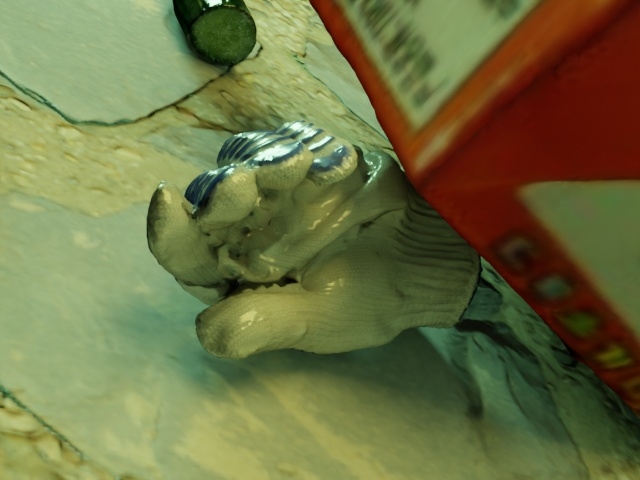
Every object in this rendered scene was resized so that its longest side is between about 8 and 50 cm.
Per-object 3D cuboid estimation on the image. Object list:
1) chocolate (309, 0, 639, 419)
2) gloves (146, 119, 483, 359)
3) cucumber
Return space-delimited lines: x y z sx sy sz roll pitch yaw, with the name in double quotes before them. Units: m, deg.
"chocolate" 0.142 -0.081 0.671 0.341 0.161 0.360 42 15 -37
"gloves" -0.003 0.002 0.561 0.229 0.097 0.119 18 64 -59
"cucumber" -0.078 -0.163 0.826 0.048 0.048 0.105 16 28 -29
